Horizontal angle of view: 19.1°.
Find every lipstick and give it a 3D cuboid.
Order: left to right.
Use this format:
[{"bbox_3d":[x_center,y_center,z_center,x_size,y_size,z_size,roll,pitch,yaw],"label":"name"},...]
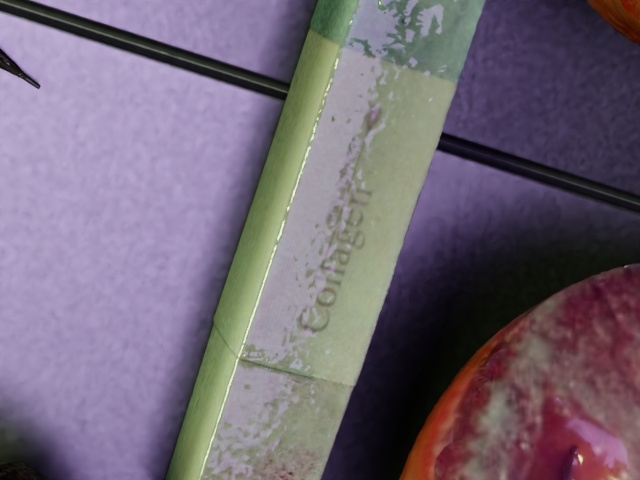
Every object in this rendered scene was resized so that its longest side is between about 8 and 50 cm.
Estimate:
[{"bbox_3d":[0.000,0.000,0.943,0.066,0.068,0.317,15,100,-18],"label":"lipstick"}]

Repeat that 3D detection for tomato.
[{"bbox_3d":[0.188,0.161,0.984,0.335,0.176,0.289,0,83,-15],"label":"tomato"}]

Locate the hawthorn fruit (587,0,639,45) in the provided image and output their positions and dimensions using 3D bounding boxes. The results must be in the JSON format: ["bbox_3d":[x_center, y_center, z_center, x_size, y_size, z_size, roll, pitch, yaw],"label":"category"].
[{"bbox_3d":[0.235,-0.211,0.854,0.254,0.254,0.300,0,112,-15],"label":"hawthorn fruit"}]

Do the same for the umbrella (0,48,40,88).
[{"bbox_3d":[-0.183,-0.107,0.897,0.122,0.013,0.022,41,69,-19],"label":"umbrella"}]

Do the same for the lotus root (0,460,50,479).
[{"bbox_3d":[-0.168,0.206,0.917,0.138,0.138,0.214,11,112,-17],"label":"lotus root"}]
